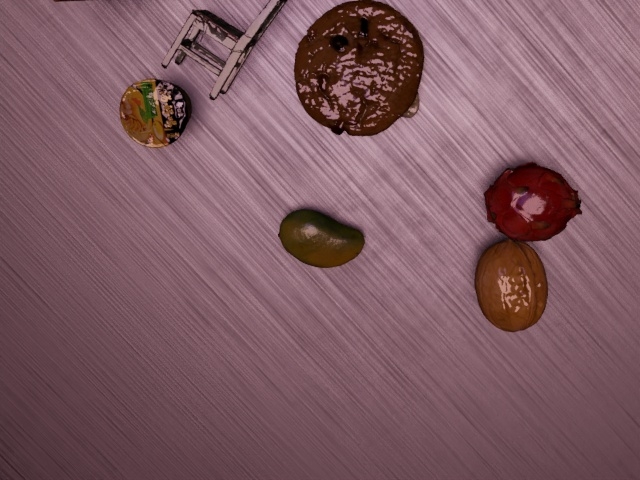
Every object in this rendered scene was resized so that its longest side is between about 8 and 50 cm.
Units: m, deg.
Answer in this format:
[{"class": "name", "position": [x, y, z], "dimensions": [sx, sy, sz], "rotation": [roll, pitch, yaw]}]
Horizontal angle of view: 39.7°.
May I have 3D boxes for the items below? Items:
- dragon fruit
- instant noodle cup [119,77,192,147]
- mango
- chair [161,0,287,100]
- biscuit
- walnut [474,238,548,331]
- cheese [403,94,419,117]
[{"class": "dragon fruit", "position": [0.445, -0.082, 1.886], "dimensions": [0.209, 0.172, 0.172], "rotation": [-4, 104, 21]}, {"class": "instant noodle cup", "position": [-0.350, -0.283, 1.946], "dimensions": [0.151, 0.122, 0.152], "rotation": [1, 102, 7]}, {"class": "mango", "position": [-0.003, 0.002, 1.996], "dimensions": [0.191, 0.085, 0.122], "rotation": [26, 102, 0]}, {"class": "chair", "position": [-0.201, -0.449, 1.878], "dimensions": [0.147, 0.136, 0.270], "rotation": [34, 107, -4]}, {"class": "biscuit", "position": [0.080, -0.367, 1.873], "dimensions": [0.295, 0.075, 0.296], "rotation": [0, 88, 7]}, {"class": "walnut", "position": [0.417, 0.098, 1.941], "dimensions": [0.159, 0.159, 0.207], "rotation": [-5, 97, 7]}, {"class": "cheese", "position": [0.119, -0.308, 1.927], "dimensions": [0.194, 0.043, 0.065], "rotation": [9, 103, 5]}]
